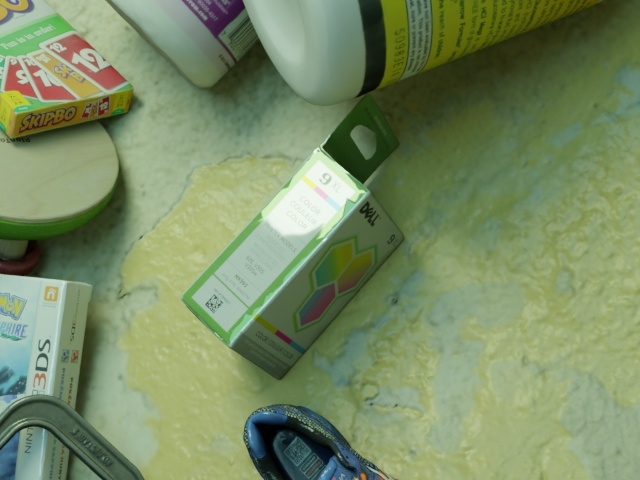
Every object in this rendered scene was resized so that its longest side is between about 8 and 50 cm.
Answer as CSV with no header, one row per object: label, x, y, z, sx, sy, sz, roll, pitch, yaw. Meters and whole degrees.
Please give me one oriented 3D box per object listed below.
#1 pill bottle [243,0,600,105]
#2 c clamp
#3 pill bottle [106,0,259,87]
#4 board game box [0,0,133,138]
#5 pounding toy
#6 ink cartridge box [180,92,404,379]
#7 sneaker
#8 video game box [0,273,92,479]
pill bottle,0.112,-0.238,0.966,0.333,0.188,0.188,-22,64,-14
c clamp,-0.207,0.205,1.010,0.137,0.022,0.161,-41,98,-13
pill bottle,-0.051,-0.285,1.083,0.301,0.169,0.169,-46,64,-1
board game box,-0.291,-0.188,1.163,0.259,0.124,0.039,42,130,27
pounding toy,-0.297,-0.049,1.110,0.236,0.110,0.183,16,39,-12
ink cartridge box,0.000,0.000,1.001,0.062,0.109,0.209,41,87,25
sneaker,0.022,0.193,0.940,0.221,0.087,0.083,32,85,25
video game box,-0.296,0.117,1.078,0.205,0.048,0.187,4,83,20
